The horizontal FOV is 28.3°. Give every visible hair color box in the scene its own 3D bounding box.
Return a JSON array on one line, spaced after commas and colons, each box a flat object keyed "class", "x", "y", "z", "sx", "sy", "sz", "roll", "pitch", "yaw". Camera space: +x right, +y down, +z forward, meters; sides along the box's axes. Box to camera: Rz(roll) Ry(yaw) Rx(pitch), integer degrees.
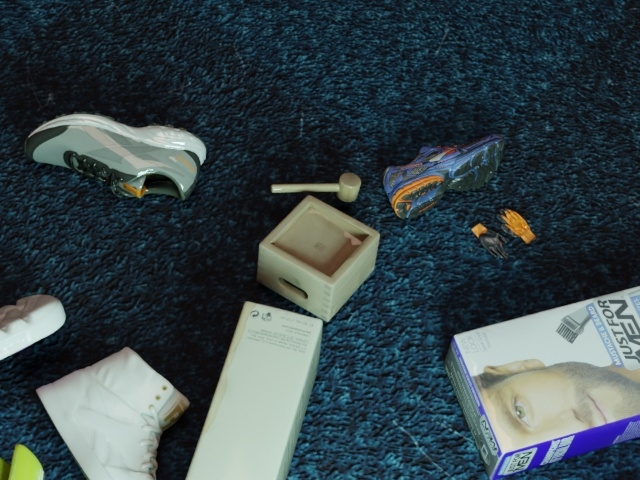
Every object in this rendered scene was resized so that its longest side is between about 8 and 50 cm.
[{"class": "hair color box", "x": 0.363, "y": 0.188, "z": 1.749, "sx": 0.339, "sy": 0.110, "sz": 0.185, "roll": -15, "pitch": 61, "yaw": -11}]

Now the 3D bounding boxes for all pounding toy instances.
[{"class": "pounding toy", "x": -0.005, "y": -0.008, "z": 1.857, "sx": 0.181, "sy": 0.094, "sz": 0.206, "roll": 29, "pitch": 51, "yaw": 19}]

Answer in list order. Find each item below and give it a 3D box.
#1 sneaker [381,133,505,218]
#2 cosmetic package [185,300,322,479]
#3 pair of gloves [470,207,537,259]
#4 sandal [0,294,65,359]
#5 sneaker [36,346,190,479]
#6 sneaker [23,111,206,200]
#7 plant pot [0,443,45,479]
[{"class": "sneaker", "x": 0.189, "y": -0.118, "z": 1.944, "sx": 0.221, "sy": 0.083, "sz": 0.087, "roll": -24, "pitch": 55, "yaw": -22}, {"class": "cosmetic package", "x": -0.089, "y": 0.254, "z": 1.644, "sx": 0.113, "sy": 0.160, "sz": 0.309, "roll": 14, "pitch": 57, "yaw": 6}, {"class": "pair of gloves", "x": 0.278, "y": -0.011, "z": 1.922, "sx": 0.083, "sy": 0.010, "sz": 0.074, "roll": -32, "pitch": 66, "yaw": -21}, {"class": "sandal", "x": -0.516, "y": 0.205, "z": 1.668, "sx": 0.416, "sy": 0.169, "sz": 0.102, "roll": -28, "pitch": 106, "yaw": -13}, {"class": "sneaker", "x": -0.233, "y": 0.267, "z": 1.654, "sx": 0.169, "sy": 0.108, "sz": 0.292, "roll": -29, "pitch": 63, "yaw": -17}, {"class": "sneaker", "x": -0.311, "y": -0.121, "z": 1.897, "sx": 0.272, "sy": 0.100, "sz": 0.108, "roll": 7, "pitch": 63, "yaw": 0}, {"class": "plant pot", "x": -0.446, "y": 0.361, "z": 1.518, "sx": 0.207, "sy": 0.228, "sz": 0.227, "roll": 8, "pitch": 58, "yaw": -8}]
